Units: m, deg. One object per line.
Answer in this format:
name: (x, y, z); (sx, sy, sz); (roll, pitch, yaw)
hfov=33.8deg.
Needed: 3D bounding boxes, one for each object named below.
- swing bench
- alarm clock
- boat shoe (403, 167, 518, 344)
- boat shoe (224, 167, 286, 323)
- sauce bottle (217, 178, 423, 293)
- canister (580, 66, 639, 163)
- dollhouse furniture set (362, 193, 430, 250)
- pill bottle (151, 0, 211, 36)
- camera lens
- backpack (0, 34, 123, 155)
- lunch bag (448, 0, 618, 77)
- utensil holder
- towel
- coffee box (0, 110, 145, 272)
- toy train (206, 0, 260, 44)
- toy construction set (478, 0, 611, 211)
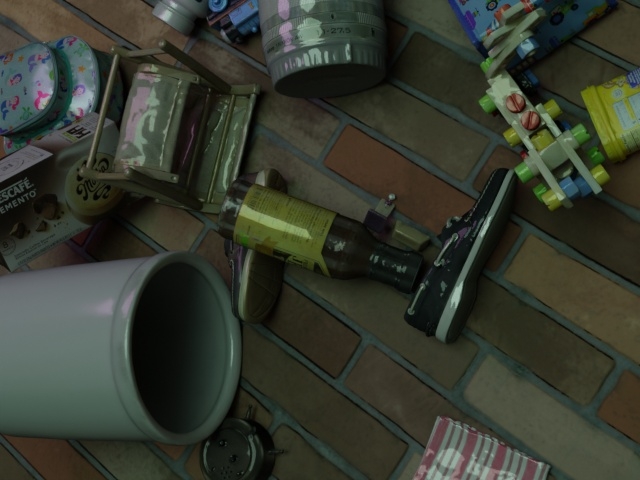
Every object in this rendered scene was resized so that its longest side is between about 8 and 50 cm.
swing bench: (-0.268, -0.201, 1.927); (0.165, 0.254, 0.253); (5, 79, 44)
alarm clock: (-0.162, 0.388, 1.834); (0.192, 0.064, 0.129); (-47, 63, 14)
boat shoe: (0.225, 0.013, 1.692); (0.091, 0.114, 0.302); (25, 89, 23)
boat shoe: (-0.125, 0.010, 1.882); (0.092, 0.103, 0.285); (-3, 73, 32)
sauce bottle: (0.000, 0.000, 1.762); (0.344, 0.111, 0.111); (20, 88, 9)
canister: (0.506, -0.209, 1.625); (0.170, 0.073, 0.126); (-24, 69, 19)
dollhouse furniture set: (0.136, -0.023, 1.805); (0.114, 0.091, 0.081); (28, 50, 7)
pill bottle: (-0.245, -0.497, 2.047); (0.112, 0.112, 0.187); (35, 95, 29)
camera lens: (0.000, -0.407, 1.833); (0.219, 0.219, 0.274); (-10, 81, 25)
backpack: (-0.528, -0.290, 2.110); (0.253, 0.191, 0.225); (-14, 71, 18)
lunch bag: (0.318, -0.452, 1.762); (0.221, 0.138, 0.293); (-34, 53, 17)
utensil holder: (-0.386, 0.190, 1.844); (0.385, 0.327, 0.327); (-4, 77, 28)
towel: (0.244, 0.376, 1.648); (0.197, 0.029, 0.144); (22, 90, 29)
coffee box: (-0.501, -0.094, 1.960); (0.297, 0.168, 0.119); (-32, 32, -23)
toy train: (-0.131, -0.447, 2.000); (0.184, 0.080, 0.105); (-30, 73, 18)
toy construction set: (0.326, -0.196, 1.621); (0.151, 0.215, 0.328); (-21, 83, 17)
